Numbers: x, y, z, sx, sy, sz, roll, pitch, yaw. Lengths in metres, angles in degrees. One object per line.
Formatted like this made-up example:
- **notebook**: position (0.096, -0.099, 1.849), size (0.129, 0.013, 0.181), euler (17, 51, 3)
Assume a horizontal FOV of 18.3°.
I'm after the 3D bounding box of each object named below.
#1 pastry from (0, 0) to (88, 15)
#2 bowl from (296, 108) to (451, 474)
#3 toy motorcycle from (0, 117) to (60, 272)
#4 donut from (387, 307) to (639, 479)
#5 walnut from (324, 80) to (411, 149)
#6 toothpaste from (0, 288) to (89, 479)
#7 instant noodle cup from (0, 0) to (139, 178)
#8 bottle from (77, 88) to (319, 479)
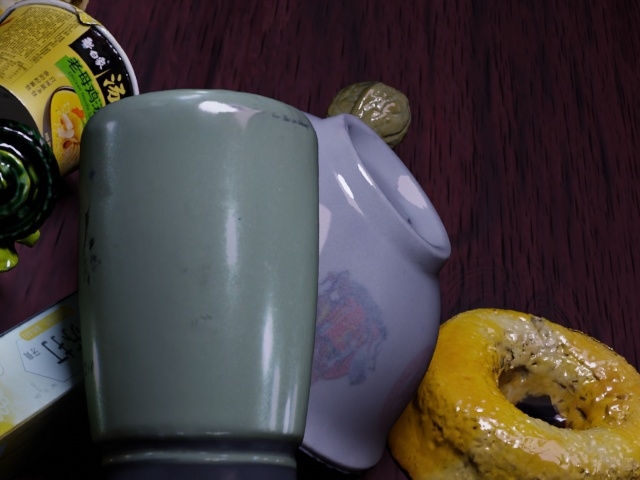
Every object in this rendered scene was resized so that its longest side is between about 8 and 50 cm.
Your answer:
- **pastry**: position (-0.298, -0.230, 1.704), size (0.250, 0.154, 0.102), euler (10, 36, -36)
- **bowl**: position (0.000, 0.000, 1.573), size (0.345, 0.157, 0.345), euler (48, 15, -17)
- **toy motorcycle**: position (-0.351, -0.093, 1.420), size (0.342, 0.206, 0.142), euler (48, 14, -8)
- **donut**: position (0.176, 0.161, 1.695), size (0.253, 0.118, 0.253), euler (14, 34, -10)
- **walnut**: position (0.048, -0.122, 2.001), size (0.092, 0.092, 0.092), euler (27, 29, -17)
- **toothpaste**: position (-0.191, 0.099, 1.394), size (0.071, 0.089, 0.313), euler (37, 28, 10)
- **instant noodle cup**: position (-0.237, -0.104, 1.602), size (0.151, 0.151, 0.122), euler (37, 38, 2)
- **bottle**: position (-0.082, 0.082, 1.335), size (0.168, 0.168, 0.347), euler (9, 77, -41)
